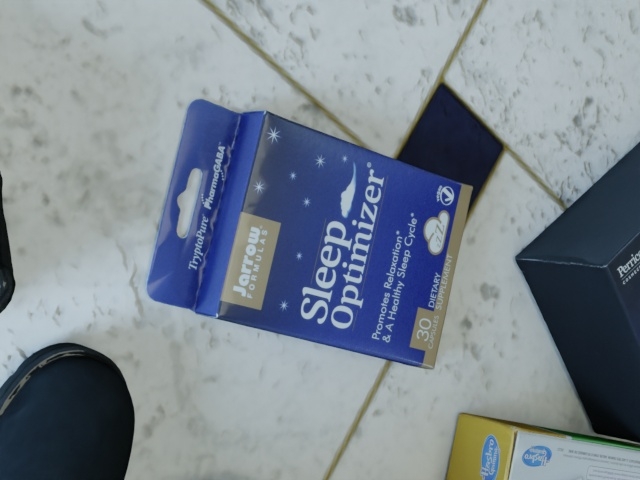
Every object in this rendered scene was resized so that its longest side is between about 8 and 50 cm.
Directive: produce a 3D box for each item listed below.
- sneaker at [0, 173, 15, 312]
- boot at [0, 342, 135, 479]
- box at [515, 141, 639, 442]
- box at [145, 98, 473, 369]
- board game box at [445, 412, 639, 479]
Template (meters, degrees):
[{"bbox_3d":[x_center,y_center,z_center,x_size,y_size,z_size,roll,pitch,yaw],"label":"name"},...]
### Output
[{"bbox_3d":[-0.210,-0.055,0.585,0.078,0.106,0.234,-29,109,-31],"label":"sneaker"},{"bbox_3d":[-0.127,0.182,0.599,0.094,0.207,0.247,30,75,-32],"label":"boot"},{"bbox_3d":[0.305,0.016,0.960,0.261,0.103,0.184,-40,111,-26],"label":"box"},{"bbox_3d":[0.000,0.000,0.782,0.225,0.036,0.137,16,84,-34],"label":"box"},{"bbox_3d":[0.183,0.309,0.913,0.242,0.064,0.317,16,84,-35],"label":"board game box"}]
